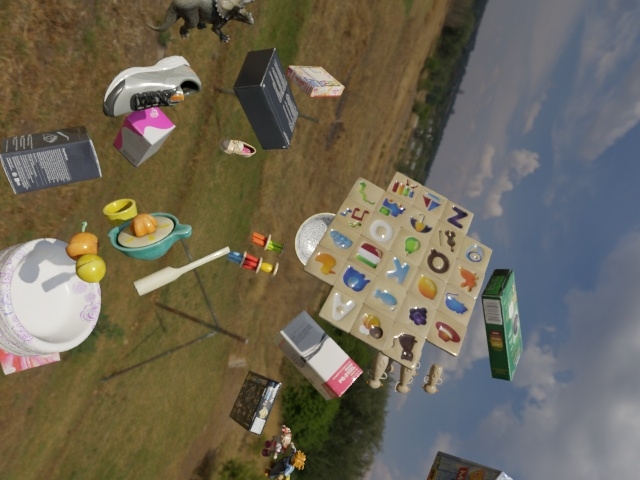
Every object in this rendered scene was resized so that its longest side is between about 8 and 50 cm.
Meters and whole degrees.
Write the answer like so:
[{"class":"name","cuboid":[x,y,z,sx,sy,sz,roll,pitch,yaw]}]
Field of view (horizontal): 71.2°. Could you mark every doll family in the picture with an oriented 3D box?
[{"class":"doll family","cuboid":[-0.119,0.705,1.355,0.163,0.118,0.262,-43,-164,40]}]

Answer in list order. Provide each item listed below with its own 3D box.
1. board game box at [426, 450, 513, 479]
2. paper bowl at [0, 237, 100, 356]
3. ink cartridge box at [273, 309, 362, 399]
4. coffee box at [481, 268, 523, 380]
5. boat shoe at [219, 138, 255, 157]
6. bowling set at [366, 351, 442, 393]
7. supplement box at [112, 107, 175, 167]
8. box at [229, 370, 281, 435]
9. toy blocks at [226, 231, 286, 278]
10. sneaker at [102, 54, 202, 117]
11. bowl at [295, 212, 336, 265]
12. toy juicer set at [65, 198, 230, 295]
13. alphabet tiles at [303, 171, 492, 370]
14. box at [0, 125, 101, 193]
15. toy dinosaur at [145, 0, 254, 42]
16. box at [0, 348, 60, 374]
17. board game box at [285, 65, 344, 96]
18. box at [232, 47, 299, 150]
[{"class":"board game box","cuboid":[0.260,0.477,0.801,0.194,0.060,0.194,-51,-176,-37]},{"class":"paper bowl","cuboid":[-0.708,0.145,1.115,0.284,0.148,0.283,-13,90,-73]},{"class":"ink cartridge box","cuboid":[-0.015,0.330,1.280,0.100,0.237,0.172,-41,171,-24]},{"class":"coffee box","cuboid":[0.349,0.161,0.857,0.113,0.041,0.184,-38,119,-49]},{"class":"boat shoe","cuboid":[-0.339,-0.386,1.844,0.170,0.059,0.062,3,82,-52]},{"class":"bowling set","cuboid":[0.332,0.504,1.794,0.200,0.287,0.154,-71,174,-73]},{"class":"supplement box","cuboid":[-0.588,-0.347,1.482,0.220,0.111,0.114,-18,-152,54]},{"class":"box","cuboid":[-0.228,0.552,1.540,0.220,0.051,0.175,-16,-132,61]},{"class":"toy blocks","cuboid":[-0.189,0.032,1.308,0.054,0.148,0.123,-169,-80,-75]},{"class":"sneaker","cuboid":[-0.416,-0.375,1.117,0.271,0.108,0.100,-41,172,-33]},{"class":"bowl","cuboid":[0.000,0.000,1.304,0.170,0.170,0.080,-70,-162,3]},{"class":"toy juicer set","cuboid":[-0.372,0.007,0.882,0.209,0.329,0.089,-44,140,-41]},{"class":"alphabet tiles","cuboid":[0.145,0.034,0.782,0.342,0.285,0.011,-59,177,-30]},{"class":"box","cuboid":[-0.706,-0.218,1.177,0.207,0.153,0.108,-17,124,-24]},{"class":"toy dinosaur","cuboid":[-0.344,-0.663,1.290,0.160,0.314,0.120,104,-12,-67]},{"class":"box","cuboid":[-0.894,0.233,1.345,0.154,0.142,0.299,-11,127,-30]},{"class":"board game box","cuboid":[-0.019,-0.618,1.733,0.194,0.146,0.045,-22,151,-47]},{"class":"box","cuboid":[-0.167,-0.450,1.450,0.261,0.103,0.184,66,27,-52]}]
